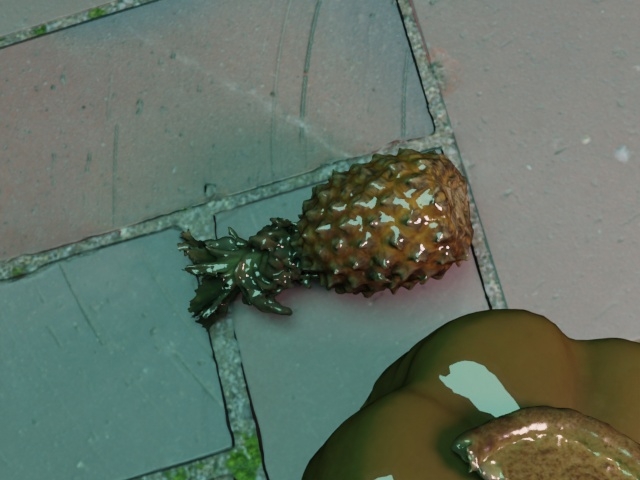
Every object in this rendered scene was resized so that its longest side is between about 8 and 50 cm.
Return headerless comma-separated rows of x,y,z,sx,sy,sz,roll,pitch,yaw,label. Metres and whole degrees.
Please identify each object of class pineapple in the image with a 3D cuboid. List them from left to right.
0.000,0.000,2.081,0.361,0.175,0.175,-13,63,22,pineapple

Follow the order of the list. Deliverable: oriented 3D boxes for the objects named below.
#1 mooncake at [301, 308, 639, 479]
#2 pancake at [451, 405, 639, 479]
0.211,0.291,1.761,0.467,0.262,0.467,7,61,-14,mooncake
0.221,0.284,1.597,0.288,0.033,0.286,-36,78,-31,pancake
